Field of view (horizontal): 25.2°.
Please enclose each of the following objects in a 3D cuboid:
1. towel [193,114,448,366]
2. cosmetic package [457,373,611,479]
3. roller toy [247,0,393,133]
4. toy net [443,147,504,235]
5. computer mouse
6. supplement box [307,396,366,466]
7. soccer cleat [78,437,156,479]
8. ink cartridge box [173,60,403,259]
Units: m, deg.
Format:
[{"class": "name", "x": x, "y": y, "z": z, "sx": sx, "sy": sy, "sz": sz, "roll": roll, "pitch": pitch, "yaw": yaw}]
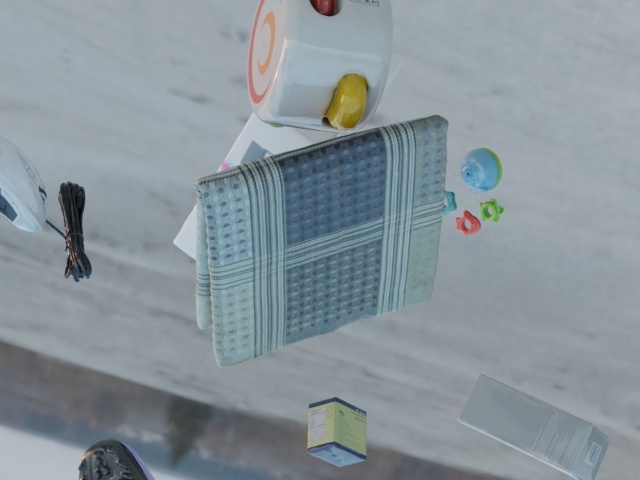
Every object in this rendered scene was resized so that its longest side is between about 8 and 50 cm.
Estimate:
[{"class": "towel", "x": 0.000, "y": 0.000, "z": 1.714, "sx": 0.312, "sy": 0.056, "sz": 0.324, "roll": -17, "pitch": 139, "yaw": -17}, {"class": "cosmetic package", "x": 0.377, "y": 0.332, "z": 2.533, "sx": 0.238, "sy": 0.107, "sz": 0.127, "roll": 20, "pitch": 172, "yaw": 33}, {"class": "roller toy", "x": 0.004, "y": -0.226, "z": 1.709, "sx": 0.146, "sy": 0.191, "sz": 0.209, "roll": 6, "pitch": -178, "yaw": -17}, {"class": "toy net", "x": 0.194, "y": -0.057, "z": 2.260, "sx": 0.232, "sy": 0.122, "sz": 0.045, "roll": -23, "pitch": 177, "yaw": 43}, {"class": "computer mouse", "x": -0.275, "y": -0.046, "z": 1.341, "sx": 0.042, "sy": 0.106, "sz": 0.193, "roll": -20, "pitch": 143, "yaw": 22}, {"class": "supplement box", "x": 0.027, "y": 0.303, "z": 2.269, "sx": 0.056, "sy": 0.083, "sz": 0.083, "roll": -19, "pitch": 146, "yaw": 34}, {"class": "soccer cleat", "x": -0.177, "y": 0.370, "z": 1.681, "sx": 0.109, "sy": 0.318, "sz": 0.116, "roll": -31, "pitch": 176, "yaw": 29}, {"class": "ink cartridge box", "x": -0.045, "y": -0.123, "z": 2.000, "sx": 0.119, "sy": 0.353, "sz": 0.207, "roll": 38, "pitch": -146, "yaw": 3}]
